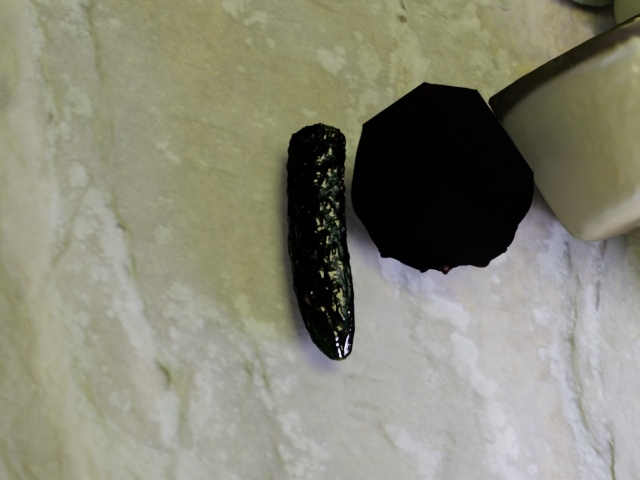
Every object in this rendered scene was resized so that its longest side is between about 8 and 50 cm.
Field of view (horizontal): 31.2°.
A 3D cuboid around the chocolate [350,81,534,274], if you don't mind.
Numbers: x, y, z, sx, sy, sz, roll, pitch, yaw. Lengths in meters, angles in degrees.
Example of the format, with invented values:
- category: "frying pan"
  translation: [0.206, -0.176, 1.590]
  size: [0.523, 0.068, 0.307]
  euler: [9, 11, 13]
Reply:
- category: "chocolate"
  translation: [0.148, -0.067, 1.447]
  size: [0.224, 0.206, 0.177]
  euler: [56, 7, 2]

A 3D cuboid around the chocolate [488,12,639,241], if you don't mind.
- category: "chocolate"
  translation: [0.418, -0.133, 1.518]
  size: [0.297, 0.314, 0.326]
  euler: [66, 13, -1]

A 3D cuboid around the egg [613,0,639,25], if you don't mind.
- category: "egg"
  translation: [0.592, -0.363, 1.795]
  size: [0.269, 0.219, 0.219]
  euler: [1, 59, -25]

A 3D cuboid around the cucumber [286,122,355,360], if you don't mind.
- category: "cucumber"
  translation: [0.000, 0.000, 1.342]
  size: [0.081, 0.072, 0.303]
  euler: [12, 55, -21]

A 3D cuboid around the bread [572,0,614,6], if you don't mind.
- category: "bread"
  translation: [0.410, -0.490, 1.900]
  size: [0.267, 0.040, 0.267]
  euler: [13, 55, -19]
